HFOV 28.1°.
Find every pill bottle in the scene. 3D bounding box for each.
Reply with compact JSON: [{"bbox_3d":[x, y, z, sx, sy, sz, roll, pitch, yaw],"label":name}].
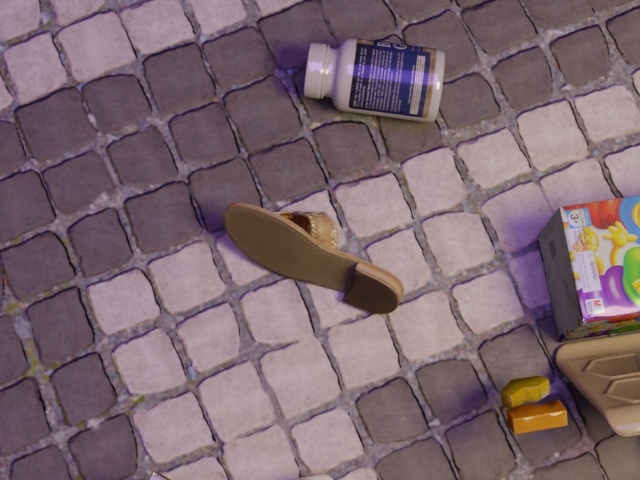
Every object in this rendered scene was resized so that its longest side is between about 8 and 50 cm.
[{"bbox_3d":[0.067,-0.204,1.607,0.170,0.094,0.094,7,75,0],"label":"pill bottle"}]

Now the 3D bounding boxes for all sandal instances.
[{"bbox_3d":[-0.002,0.004,1.574,0.240,0.088,0.079,28,45,-1],"label":"sandal"}]

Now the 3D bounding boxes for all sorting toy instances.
[{"bbox_3d":[0.354,0.169,1.470,0.307,0.229,0.041,-9,106,-4],"label":"sorting toy"}]

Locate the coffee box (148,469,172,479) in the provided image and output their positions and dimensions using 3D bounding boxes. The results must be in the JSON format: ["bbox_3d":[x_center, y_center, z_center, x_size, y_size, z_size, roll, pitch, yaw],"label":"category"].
[{"bbox_3d":[-0.199,0.392,1.421,0.098,0.141,0.246,28,77,6],"label":"coffee box"}]

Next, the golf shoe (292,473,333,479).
[{"bbox_3d":[0.021,0.392,1.431,0.120,0.105,0.272,-28,77,-16],"label":"golf shoe"}]

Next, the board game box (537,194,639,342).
[{"bbox_3d":[0.419,0.024,1.531,0.275,0.144,0.142,-9,76,-3],"label":"board game box"}]
